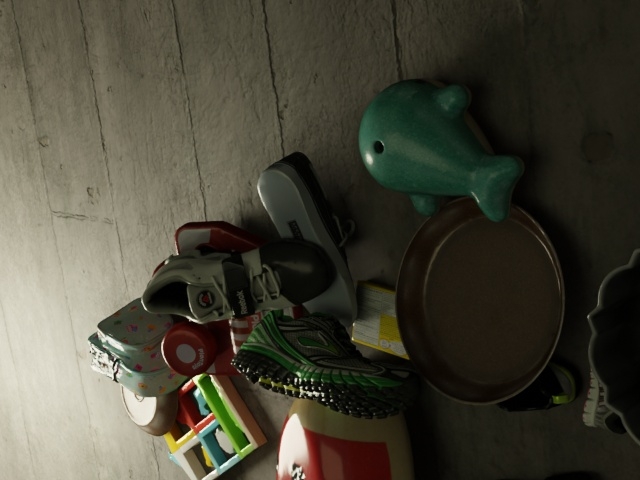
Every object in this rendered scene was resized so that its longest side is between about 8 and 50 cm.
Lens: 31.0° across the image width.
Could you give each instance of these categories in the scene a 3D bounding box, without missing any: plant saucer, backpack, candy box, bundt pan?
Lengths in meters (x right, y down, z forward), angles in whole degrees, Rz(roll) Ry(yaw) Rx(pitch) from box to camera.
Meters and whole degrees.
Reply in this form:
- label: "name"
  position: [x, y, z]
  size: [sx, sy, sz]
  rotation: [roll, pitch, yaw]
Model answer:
- label: "plant saucer"
  position: [0.243, 0.089, 1.724]
  size: [0.310, 0.050, 0.311]
  rotation: [-6, 82, 44]
- label: "backpack"
  position: [-0.347, 0.215, 2.288]
  size: [0.188, 0.166, 0.144]
  rotation: [35, 136, 25]
- label: "plant saucer"
  position: [-0.366, 0.313, 2.407]
  size: [0.198, 0.036, 0.199]
  rotation: [8, 101, 48]
- label: "candy box"
  position: [0.134, 0.136, 1.886]
  size: [0.206, 0.027, 0.105]
  rotation: [15, 102, 44]
- label: "bundt pan"
  position: [0.519, 0.139, 1.487]
  size: [0.330, 0.124, 0.331]
  rotation: [17, 116, 38]

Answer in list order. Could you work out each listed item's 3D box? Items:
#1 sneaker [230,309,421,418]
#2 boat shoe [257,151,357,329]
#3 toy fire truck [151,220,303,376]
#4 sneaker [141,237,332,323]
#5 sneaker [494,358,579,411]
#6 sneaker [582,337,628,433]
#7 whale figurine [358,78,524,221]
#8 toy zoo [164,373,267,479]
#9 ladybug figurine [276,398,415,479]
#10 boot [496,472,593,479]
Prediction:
- label: "sneaker"
  position: [0.013, 0.184, 1.848]
  size: [0.343, 0.146, 0.134]
  rotation: [13, 158, 35]
- label: "boat shoe"
  position: [-0.003, 0.000, 1.928]
  size: [0.113, 0.105, 0.306]
  rotation: [-17, 105, 41]
- label: "toy fire truck"
  position: [-0.151, 0.110, 2.093]
  size: [0.253, 0.169, 0.302]
  rotation: [-1, 107, 18]
- label: "sneaker"
  position: [-0.142, 0.083, 1.890]
  size: [0.330, 0.146, 0.123]
  rotation: [-8, 110, 26]
- label: "sneaker"
  position: [0.279, 0.211, 1.755]
  size: [0.234, 0.097, 0.084]
  rotation: [0, 106, 43]
- label: "sneaker"
  position: [0.426, 0.208, 1.645]
  size: [0.074, 0.063, 0.170]
  rotation: [26, 127, 34]
- label: "whale figurine"
  position: [0.166, -0.125, 1.687]
  size: [0.272, 0.141, 0.216]
  rotation: [38, 127, 35]
- label: "toy zoo"
  position: [-0.239, 0.387, 2.351]
  size: [0.293, 0.030, 0.192]
  rotation: [-41, 77, 44]
- label: "ladybug figurine"
  position: [0.029, 0.426, 1.974]
  size: [0.305, 0.161, 0.450]
  rotation: [13, 106, 58]
- label: "boot"
  position: [0.310, 0.445, 1.822]
  size: [0.305, 0.112, 0.115]
  rotation: [-15, 106, 43]
